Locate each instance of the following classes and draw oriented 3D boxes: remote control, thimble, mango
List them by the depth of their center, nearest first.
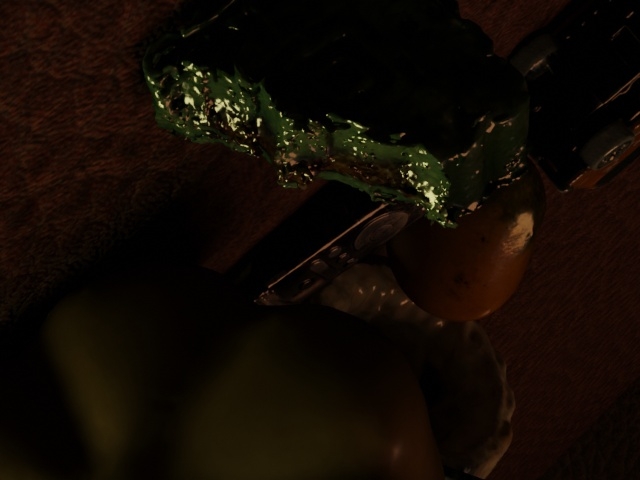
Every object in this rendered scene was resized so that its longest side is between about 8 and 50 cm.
[{"bbox_3d":[0.000,0.000,1.636,0.266,0.066,0.090,-37,151,9],"label":"remote control"},{"bbox_3d":[0.138,-0.017,1.706,0.120,0.151,0.221,-25,151,-32],"label":"mango"},{"bbox_3d":[0.046,0.171,1.772,0.291,0.291,0.195,-18,154,-50],"label":"thimble"}]

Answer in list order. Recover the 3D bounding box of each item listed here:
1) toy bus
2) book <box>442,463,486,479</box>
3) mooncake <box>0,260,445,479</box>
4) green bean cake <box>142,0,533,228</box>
[{"bbox_3d":[0.306,-0.177,1.657,0.275,0.138,0.167,-42,165,19],"label":"toy bus"},{"bbox_3d":[0.015,0.283,1.668,0.031,0.379,0.264,-85,-161,-54],"label":"book"},{"bbox_3d":[-0.114,0.244,1.372,0.467,0.467,0.262,-37,154,-4],"label":"mooncake"},{"bbox_3d":[0.015,-0.088,1.151,0.193,0.208,0.107,-36,161,-16],"label":"green bean cake"}]
